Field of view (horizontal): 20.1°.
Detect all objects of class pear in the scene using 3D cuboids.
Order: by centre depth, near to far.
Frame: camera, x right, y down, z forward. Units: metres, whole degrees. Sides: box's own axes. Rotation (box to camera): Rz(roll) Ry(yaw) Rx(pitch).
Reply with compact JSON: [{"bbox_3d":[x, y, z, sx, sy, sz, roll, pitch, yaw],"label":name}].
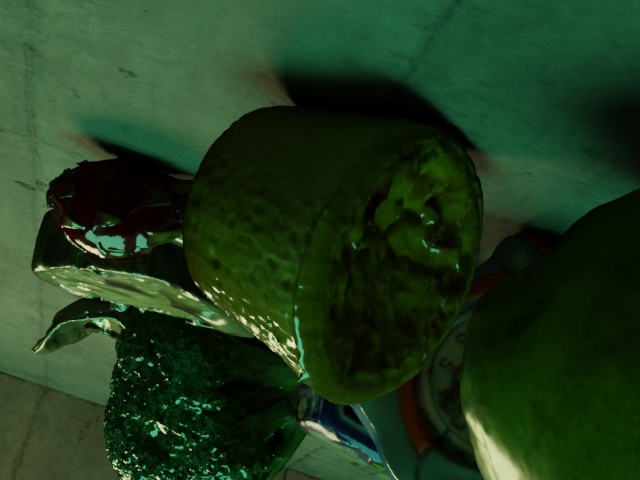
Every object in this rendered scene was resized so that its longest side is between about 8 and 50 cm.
[{"bbox_3d":[0.287,0.117,1.035,0.413,0.352,0.352,9,164,21],"label":"pear"}]

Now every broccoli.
[{"bbox_3d":[-0.116,0.180,2.041,0.275,0.308,0.308,-16,168,-5],"label":"broccoli"}]

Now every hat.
[{"bbox_3d":[-0.290,0.107,2.352,0.147,0.085,0.175,5,-172,7],"label":"hat"}]

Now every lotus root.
[{"bbox_3d":[-0.171,0.030,1.837,0.261,0.074,0.170,14,164,13],"label":"lotus root"}]

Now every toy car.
[{"bbox_3d":[0.051,0.132,1.718,0.235,0.158,0.172,32,167,0],"label":"toy car"}]

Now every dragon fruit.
[{"bbox_3d":[-0.141,-0.022,1.560,0.190,0.094,0.094,6,167,0],"label":"dragon fruit"}]

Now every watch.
[{"bbox_3d":[0.183,0.173,1.436,0.305,0.241,0.274,46,169,15],"label":"watch"}]

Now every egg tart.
[{"bbox_3d":[0.000,0.000,1.231,0.147,0.202,0.202,20,170,34],"label":"egg tart"}]

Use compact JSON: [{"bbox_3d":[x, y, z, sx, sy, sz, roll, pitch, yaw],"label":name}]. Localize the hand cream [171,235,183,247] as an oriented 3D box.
[{"bbox_3d":[-0.079,0.003,1.616,0.312,0.070,0.111,13,171,36],"label":"hand cream"}]
